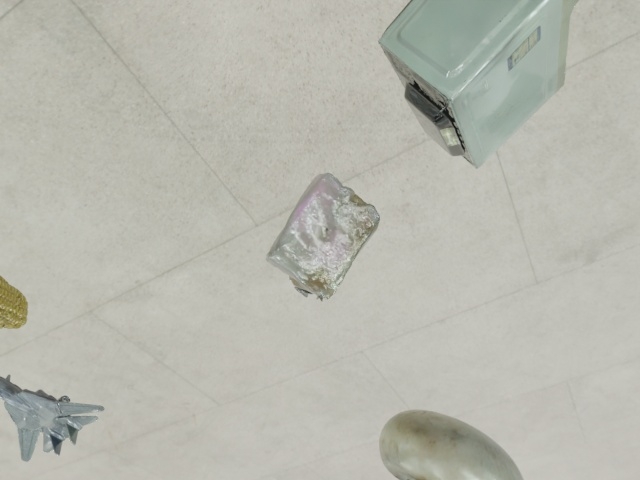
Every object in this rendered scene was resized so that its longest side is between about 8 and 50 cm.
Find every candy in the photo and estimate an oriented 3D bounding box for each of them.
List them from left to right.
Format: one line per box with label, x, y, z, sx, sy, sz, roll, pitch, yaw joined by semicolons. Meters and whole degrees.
candy;0.000;0.000;0.740;0.137;0.185;0.195;34;83;-1

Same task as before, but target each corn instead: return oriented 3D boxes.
corn;-0.678;0.093;0.798;0.118;0.119;0.322;-4;155;-1

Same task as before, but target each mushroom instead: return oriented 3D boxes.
mushroom;0.188;0.403;0.667;0.243;0.244;0.244;-2;129;-3

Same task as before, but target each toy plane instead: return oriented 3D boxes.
toy plane;-0.661;0.376;0.962;0.212;0.088;0.268;-34;114;-7

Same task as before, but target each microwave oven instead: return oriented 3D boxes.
microwave oven;0.301;-0.348;0.825;0.286;0.219;0.354;-45;154;14
